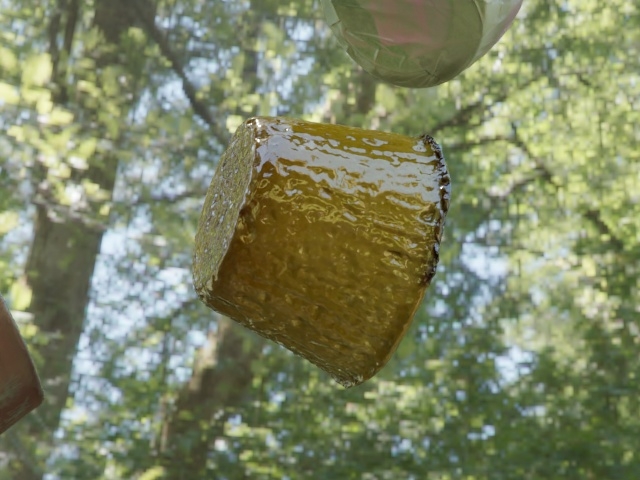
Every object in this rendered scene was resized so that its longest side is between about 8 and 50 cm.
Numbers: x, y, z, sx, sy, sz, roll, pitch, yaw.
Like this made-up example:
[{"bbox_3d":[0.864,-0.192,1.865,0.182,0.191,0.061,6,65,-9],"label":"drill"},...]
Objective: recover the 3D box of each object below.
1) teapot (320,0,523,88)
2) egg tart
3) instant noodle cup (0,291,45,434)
[{"bbox_3d":[0.091,-0.259,1.053,0.163,0.178,0.222,-19,-76,43],"label":"teapot"},{"bbox_3d":[0.000,0.000,0.955,0.170,0.215,0.215,17,-31,-18],"label":"egg tart"},{"bbox_3d":[-0.263,0.050,0.619,0.178,0.235,0.235,-31,-20,-20],"label":"instant noodle cup"}]
